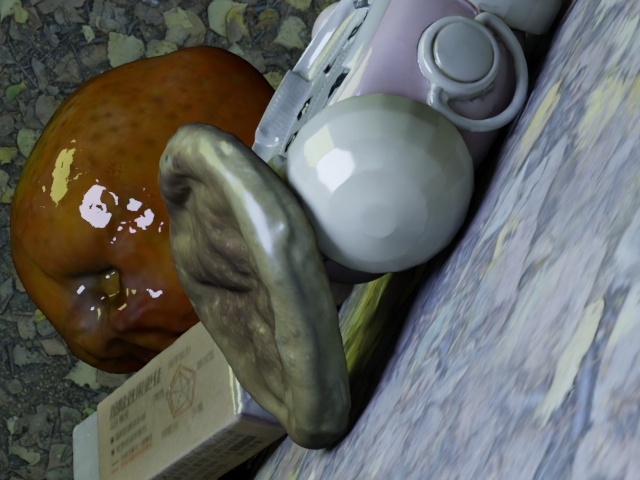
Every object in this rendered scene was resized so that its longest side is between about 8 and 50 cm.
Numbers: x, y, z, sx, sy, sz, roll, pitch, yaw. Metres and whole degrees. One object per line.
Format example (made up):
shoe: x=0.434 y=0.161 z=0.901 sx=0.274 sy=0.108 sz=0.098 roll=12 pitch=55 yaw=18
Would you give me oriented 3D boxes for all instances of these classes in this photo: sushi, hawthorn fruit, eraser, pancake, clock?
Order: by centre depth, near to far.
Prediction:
pancake: x=-0.059 y=0.040 z=1.156 sx=0.049 sy=0.294 sz=0.294 roll=-25 pitch=-11 yaw=-21
clock: x=0.058 y=-0.110 z=1.207 sx=0.342 sy=0.184 sz=0.326 roll=-69 pitch=11 yaw=-19
eraser: x=-0.164 y=0.210 z=1.577 sx=0.343 sy=0.078 sz=0.144 roll=-38 pitch=47 yaw=39
sushi: x=-0.101 y=0.256 z=1.637 sx=0.046 sy=0.044 sz=0.083 roll=-64 pitch=3 yaw=-38
hawthorn fruit: x=-0.205 y=-0.018 z=1.935 sx=0.472 sy=0.471 sz=0.472 roll=-62 pitch=4 yaw=8
